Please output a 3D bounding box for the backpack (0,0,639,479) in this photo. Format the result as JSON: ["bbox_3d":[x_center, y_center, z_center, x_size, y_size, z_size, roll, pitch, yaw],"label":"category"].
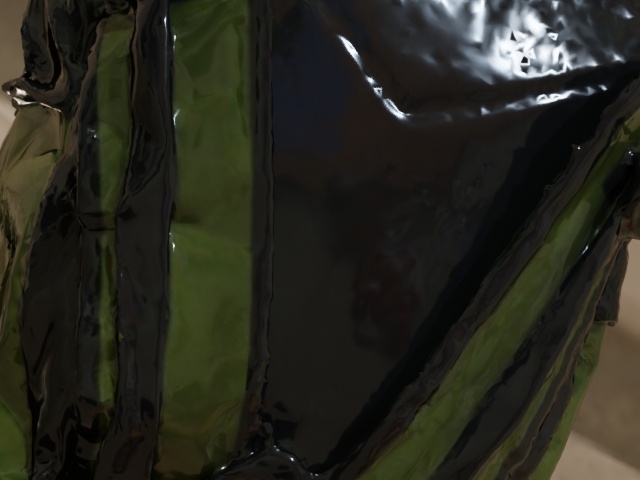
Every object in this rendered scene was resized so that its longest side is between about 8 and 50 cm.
[{"bbox_3d":[0.000,0.000,0.590,0.207,0.253,0.140,19,-10,-15],"label":"backpack"}]
